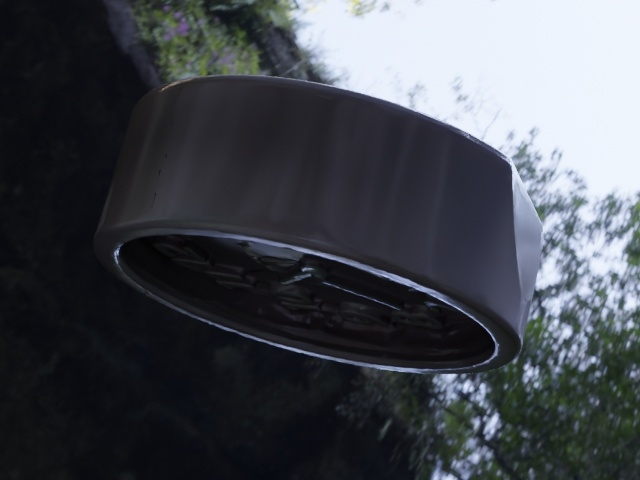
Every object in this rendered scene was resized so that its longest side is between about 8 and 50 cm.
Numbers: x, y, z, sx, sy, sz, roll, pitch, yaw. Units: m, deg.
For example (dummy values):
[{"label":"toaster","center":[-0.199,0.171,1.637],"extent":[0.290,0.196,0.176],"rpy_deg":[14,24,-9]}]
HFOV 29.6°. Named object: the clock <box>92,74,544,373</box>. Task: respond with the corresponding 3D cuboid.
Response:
[{"label":"clock","center":[0.000,0.000,0.550],"extent":[0.196,0.197,0.068],"rpy_deg":[9,-108,20]}]
